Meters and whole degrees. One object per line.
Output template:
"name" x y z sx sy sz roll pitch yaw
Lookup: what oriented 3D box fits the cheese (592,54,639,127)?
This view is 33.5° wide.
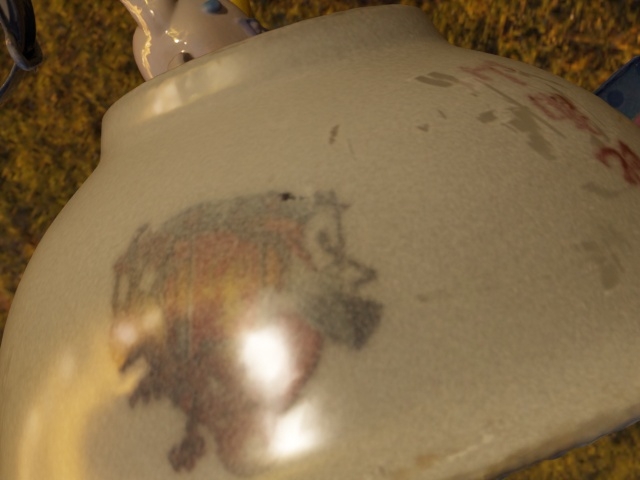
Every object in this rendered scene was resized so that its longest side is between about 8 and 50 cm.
"cheese" 0.301 -0.014 0.831 0.286 0.189 0.074 48 178 -16

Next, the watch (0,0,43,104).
"watch" -0.345 -0.194 0.927 0.206 0.068 0.193 30 107 -10

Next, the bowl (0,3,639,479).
"bowl" 0.000 0.000 0.561 0.435 0.435 0.196 -20 89 41

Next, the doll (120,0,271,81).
"doll" -0.090 -0.207 1.286 0.187 0.365 0.376 -16 92 18
